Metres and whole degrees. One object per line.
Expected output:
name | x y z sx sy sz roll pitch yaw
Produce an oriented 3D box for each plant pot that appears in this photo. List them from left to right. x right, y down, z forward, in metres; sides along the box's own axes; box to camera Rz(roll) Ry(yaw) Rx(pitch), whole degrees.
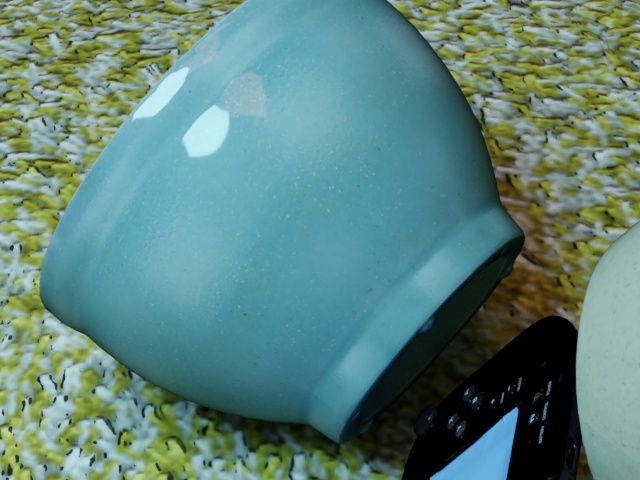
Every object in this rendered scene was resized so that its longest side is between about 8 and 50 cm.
plant pot | 0.000 0.000 1.016 0.196 0.293 0.293 41 60 13

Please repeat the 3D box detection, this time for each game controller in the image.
game controller | 0.075 0.182 0.866 0.067 0.166 0.319 24 45 -7

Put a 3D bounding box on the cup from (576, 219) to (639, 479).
cup | 0.274 0.073 0.846 0.237 0.331 0.331 -5 39 34
